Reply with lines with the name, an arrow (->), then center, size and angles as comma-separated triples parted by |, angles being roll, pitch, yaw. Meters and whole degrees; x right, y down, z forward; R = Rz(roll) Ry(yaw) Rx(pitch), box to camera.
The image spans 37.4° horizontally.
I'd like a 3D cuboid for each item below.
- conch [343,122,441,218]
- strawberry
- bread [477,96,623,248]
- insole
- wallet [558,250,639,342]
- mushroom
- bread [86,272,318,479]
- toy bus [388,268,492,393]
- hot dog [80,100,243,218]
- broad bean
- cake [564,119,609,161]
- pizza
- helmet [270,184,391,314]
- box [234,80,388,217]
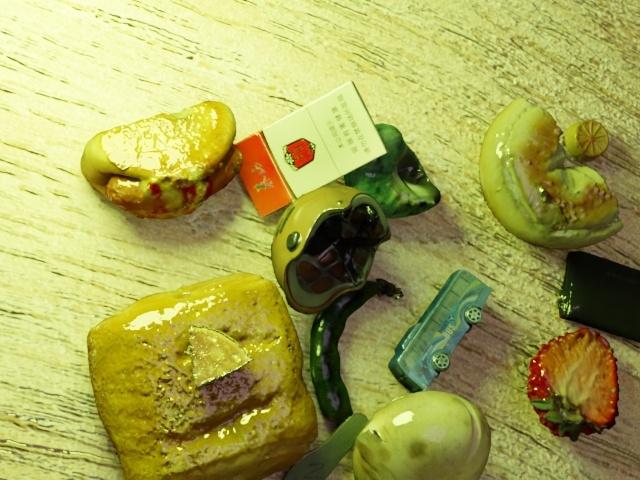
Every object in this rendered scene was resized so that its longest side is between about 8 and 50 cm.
conch -> 0.114, -0.123, 1.668 | 0.176, 0.122, 0.188 | -24, 93, -38
strawberry -> 0.459, 0.267, 1.753 | 0.190, 0.111, 0.236 | 44, 45, 2
bread -> 0.402, -0.085, 1.744 | 0.314, 0.171, 0.192 | 43, 72, -9
insole -> 0.010, 0.360, 1.585 | 0.188, 0.004, 0.064 | -42, 111, -9
wallet -> 0.573, 0.111, 1.847 | 0.250, 0.044, 0.149 | 19, 71, -17
mushroom -> 0.164, 0.344, 1.565 | 0.255, 0.255, 0.184 | 8, 43, -20
bread -> -0.181, 0.231, 1.478 | 0.328, 0.148, 0.337 | -12, 84, -23
toy bus -> 0.212, 0.162, 1.685 | 0.094, 0.079, 0.236 | 37, 69, 5
hot dog -> -0.243, -0.117, 1.521 | 0.257, 0.150, 0.153 | -20, 78, -22
broad bean -> 0.044, 0.185, 1.626 | 0.144, 0.049, 0.292 | 26, 72, -19
cake -> 0.529, -0.199, 1.880 | 0.084, 0.044, 0.084 | 4, 79, -19
pizza -> -0.166, 0.166, 1.413 | 0.100, 0.029, 0.099 | -29, 78, -24
helmet -> 0.000, 0.000, 1.577 | 0.224, 0.130, 0.198 | -52, 138, 7
box -> -0.023, -0.152, 1.592 | 0.245, 0.035, 0.139 | -26, 92, 13
